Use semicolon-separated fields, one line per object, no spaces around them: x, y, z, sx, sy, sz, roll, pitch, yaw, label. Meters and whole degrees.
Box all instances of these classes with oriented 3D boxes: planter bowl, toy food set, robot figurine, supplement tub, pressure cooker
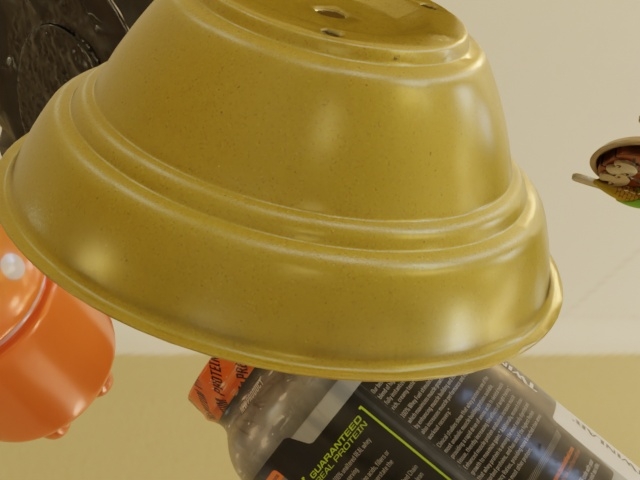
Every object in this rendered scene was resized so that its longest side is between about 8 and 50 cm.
-0.005;-0.046;0.444;0.217;0.217;0.090;0;-61;-26;planter bowl
0.360;-0.072;1.331;0.132;0.039;0.192;15;-21;-7;toy food set
-0.217;0.052;0.797;0.158;0.128;0.219;-13;-36;9;robot figurine
0.070;0.157;0.890;0.193;0.316;0.193;-50;-5;-6;supplement tub
-0.119;-0.190;1.383;0.420;0.376;0.370;-20;7;-41;pressure cooker
